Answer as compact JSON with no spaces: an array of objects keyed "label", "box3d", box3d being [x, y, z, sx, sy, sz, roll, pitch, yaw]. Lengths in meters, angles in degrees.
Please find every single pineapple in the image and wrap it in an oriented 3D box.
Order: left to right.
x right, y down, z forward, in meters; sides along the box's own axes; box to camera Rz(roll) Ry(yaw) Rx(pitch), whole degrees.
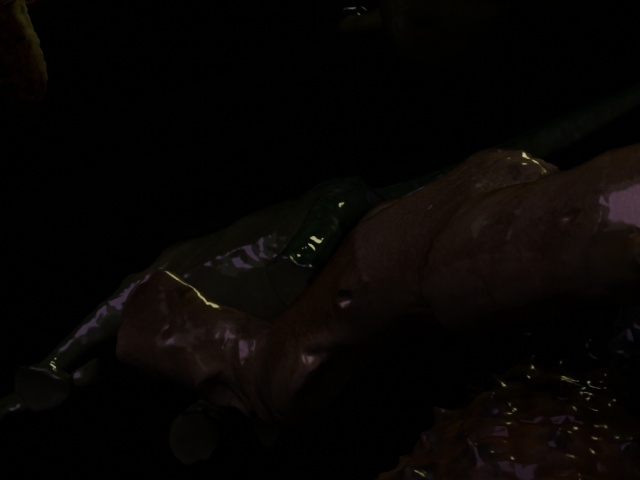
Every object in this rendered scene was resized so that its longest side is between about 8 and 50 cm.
[{"label":"pineapple","box3d":[0.110,0.062,0.531,0.128,0.128,0.248,3,41,38]}]

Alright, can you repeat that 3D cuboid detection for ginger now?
[{"label":"ginger","box3d":[0.031,0.012,0.509,0.288,0.075,0.089,-20,34,46]}]

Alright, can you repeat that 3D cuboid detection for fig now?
[{"label":"fig","box3d":[0.072,-0.149,0.832,0.259,0.151,0.151,8,47,48]}]

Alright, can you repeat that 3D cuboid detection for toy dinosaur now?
[{"label":"toy dinosaur","box3d":[0.000,0.000,0.747,0.447,0.087,0.301,-18,17,30]}]

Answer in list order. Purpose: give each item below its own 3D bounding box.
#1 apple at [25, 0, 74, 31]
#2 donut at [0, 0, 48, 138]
[{"label":"apple","box3d":[-0.289,-0.249,1.165,0.237,0.237,0.207,-38,34,-15]},{"label":"donut","box3d":[-0.333,-0.084,1.066,0.295,0.112,0.151,-11,39,27]}]
